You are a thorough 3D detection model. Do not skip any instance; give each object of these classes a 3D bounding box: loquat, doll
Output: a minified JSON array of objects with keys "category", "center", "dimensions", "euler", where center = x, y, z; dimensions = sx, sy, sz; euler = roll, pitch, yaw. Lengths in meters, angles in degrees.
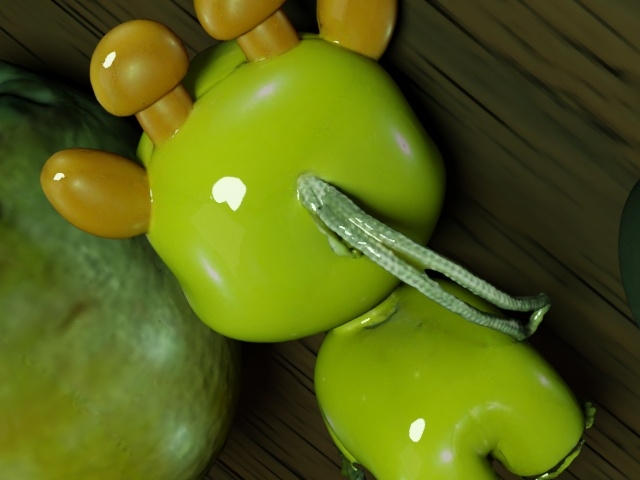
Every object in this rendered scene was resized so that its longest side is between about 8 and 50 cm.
[{"category":"loquat","center":[-0.131,0.027,0.663],"dimensions":[0.179,0.179,0.227],"euler":[-3,127,41]},{"category":"doll","center":[0.000,0.000,0.567],"dimensions":[0.221,0.143,0.135],"euler":[59,173,-28]}]

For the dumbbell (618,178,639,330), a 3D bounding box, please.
[{"category":"dumbbell","center":[0.172,-0.023,0.423],"dimensions":[0.100,0.100,0.191],"euler":[40,143,-4]}]
